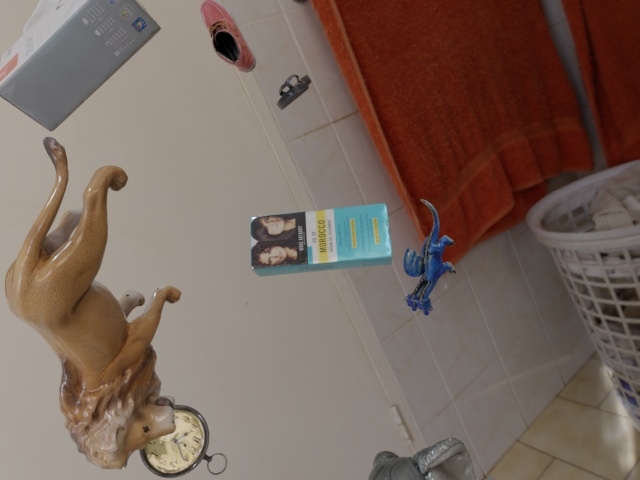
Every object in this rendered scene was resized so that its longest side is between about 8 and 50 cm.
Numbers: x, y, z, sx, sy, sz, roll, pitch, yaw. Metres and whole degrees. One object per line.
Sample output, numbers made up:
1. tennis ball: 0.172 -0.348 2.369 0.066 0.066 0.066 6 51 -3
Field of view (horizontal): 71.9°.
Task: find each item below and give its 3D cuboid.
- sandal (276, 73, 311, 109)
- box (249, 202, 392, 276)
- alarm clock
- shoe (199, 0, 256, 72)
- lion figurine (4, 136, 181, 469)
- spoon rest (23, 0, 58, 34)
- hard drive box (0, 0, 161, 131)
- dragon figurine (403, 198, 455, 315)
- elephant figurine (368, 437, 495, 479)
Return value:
1. sandal: -0.081 -0.417 1.209 0.097 0.054 0.254 -35 20 16
2. box: 0.000 0.000 0.785 0.244 0.101 0.060 -6 -17 5
3. alarm clock: -0.272 0.407 0.876 0.129 0.192 0.064 -61 0 -33
4. shoe: -0.205 -0.438 0.927 0.063 0.178 0.081 -34 2 15
5. lion figurine: -0.292 0.096 0.555 0.142 0.392 0.240 -4 40 17
6. spoon rest: -0.500 -0.418 0.852 0.137 0.084 0.276 -19 41 -26
7. hard drive box: -0.380 -0.308 0.690 0.232 0.089 0.181 -42 46 4
8. dragon figurine: 0.270 0.052 1.120 0.085 0.289 0.144 17 37 42
9. elephant figurine: 0.122 0.314 0.526 0.169 0.239 0.186 -37 8 1
